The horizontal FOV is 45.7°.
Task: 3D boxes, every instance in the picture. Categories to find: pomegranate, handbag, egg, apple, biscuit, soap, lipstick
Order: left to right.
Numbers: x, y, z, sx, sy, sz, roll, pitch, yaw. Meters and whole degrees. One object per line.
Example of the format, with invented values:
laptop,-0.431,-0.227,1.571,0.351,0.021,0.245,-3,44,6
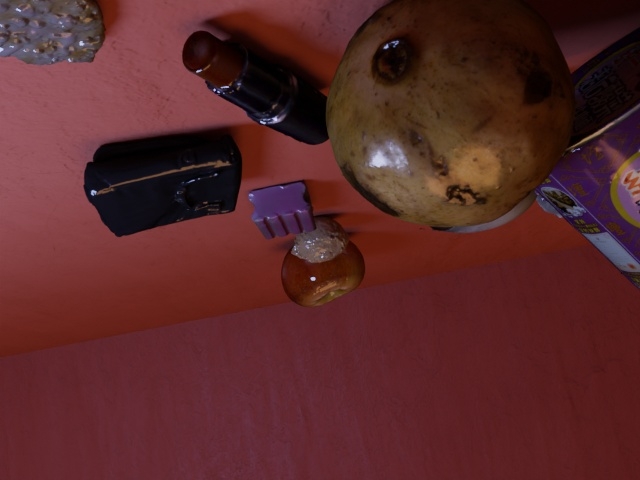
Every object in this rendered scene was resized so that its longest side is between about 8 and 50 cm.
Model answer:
biscuit,-0.298,-0.220,0.686,0.141,0.038,0.290,-18,168,30
handbag,-0.249,-0.091,1.238,0.244,0.088,0.275,-11,165,-9
lipstick,-0.069,-0.186,0.952,0.081,0.081,0.300,-16,167,25
soap,-0.076,-0.059,1.585,0.122,0.065,0.203,-11,168,0
egg,0.000,0.000,1.817,0.140,0.116,0.118,-3,138,-34
apple,0.003,0.077,2.066,0.235,0.173,0.210,-21,163,7
pomegranate,0.143,-0.151,0.864,0.281,0.281,0.281,-10,168,-2

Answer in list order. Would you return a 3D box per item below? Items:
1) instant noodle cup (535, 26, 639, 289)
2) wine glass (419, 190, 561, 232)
instant noodle cup,0.439,-0.103,0.998,0.340,0.266,0.340,-39,-169,9
wine glass,0.343,-0.112,1.420,0.357,0.190,0.190,-3,166,-28
